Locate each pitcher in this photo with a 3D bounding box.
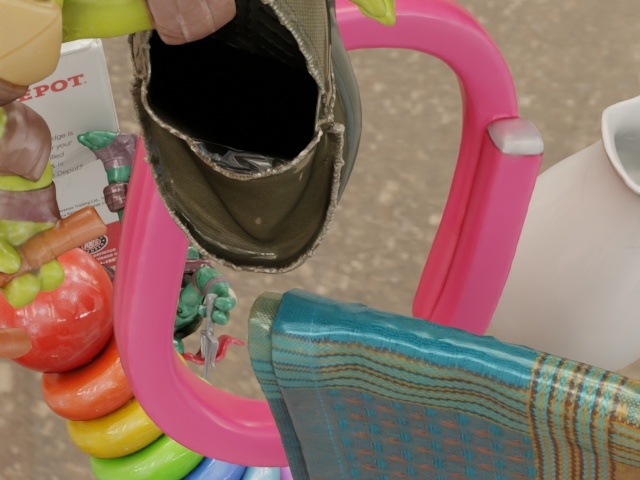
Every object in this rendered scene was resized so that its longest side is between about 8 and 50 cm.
[{"bbox_3d":[0.196,-0.014,1.066,0.177,0.207,0.125,-29,69,-35],"label":"pitcher"}]

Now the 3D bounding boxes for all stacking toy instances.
[{"bbox_3d":[-0.127,0.133,1.236,0.141,0.141,0.330,-46,120,-17],"label":"stacking toy"}]

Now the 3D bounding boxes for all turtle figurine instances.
[{"bbox_3d":[-0.142,0.024,1.424,0.175,0.118,0.234,-4,86,15],"label":"turtle figurine"},{"bbox_3d":[-0.093,-0.062,0.510,0.217,0.087,0.269,-20,143,13],"label":"turtle figurine"}]

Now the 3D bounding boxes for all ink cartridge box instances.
[{"bbox_3d":[-0.278,-0.083,1.513,0.197,0.114,0.273,-17,141,-11],"label":"ink cartridge box"}]

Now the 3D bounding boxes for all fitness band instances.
[{"bbox_3d":[0.000,0.000,0.904,0.209,0.054,0.291,-1,126,-21],"label":"fitness band"}]

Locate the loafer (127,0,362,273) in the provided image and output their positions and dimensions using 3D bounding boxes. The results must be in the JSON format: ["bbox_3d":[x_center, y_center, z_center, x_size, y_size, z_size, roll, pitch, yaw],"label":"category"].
[{"bbox_3d":[-0.036,-0.056,0.643,0.094,0.251,0.087,10,57,9],"label":"loafer"}]

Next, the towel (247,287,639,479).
[{"bbox_3d":[0.150,0.151,0.799,0.040,0.370,0.271,-60,155,-32],"label":"towel"}]
